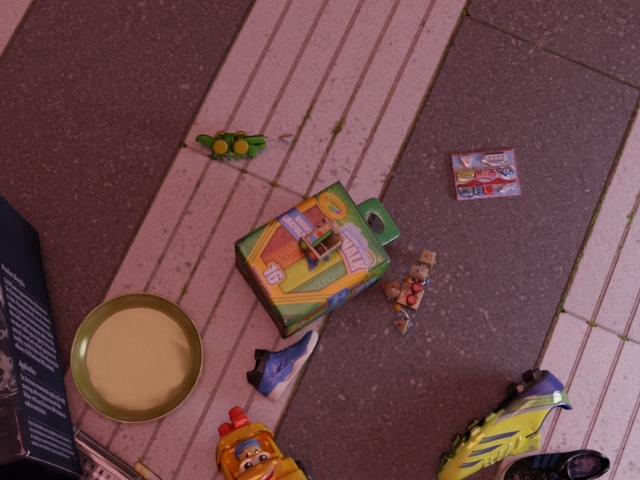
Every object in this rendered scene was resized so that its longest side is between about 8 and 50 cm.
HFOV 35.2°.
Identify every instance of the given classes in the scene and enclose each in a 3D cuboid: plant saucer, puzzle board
[{"bbox_3d":[-0.335,0.216,1.855,0.241,0.037,0.240,1,76,-2],"label":"plant saucer"},{"bbox_3d":[0.326,-0.130,1.990,0.128,0.011,0.096,-5,76,-5],"label":"puzzle board"}]

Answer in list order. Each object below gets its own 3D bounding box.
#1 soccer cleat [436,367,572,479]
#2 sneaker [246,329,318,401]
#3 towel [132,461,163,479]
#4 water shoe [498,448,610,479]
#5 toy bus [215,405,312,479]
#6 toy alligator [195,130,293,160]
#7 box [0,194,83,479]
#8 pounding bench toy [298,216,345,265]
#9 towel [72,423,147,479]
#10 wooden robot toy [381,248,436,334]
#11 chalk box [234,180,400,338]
[{"bbox_3d":[0.336,0.355,1.828,0.289,0.093,0.121,-40,88,-11],"label":"soccer cleat"},{"bbox_3d":[-0.075,0.213,1.858,0.085,0.058,0.152,36,83,-3],"label":"sneaker"},{"bbox_3d":[-0.316,0.443,1.813,0.083,0.009,0.060,36,76,5],"label":"towel"},{"bbox_3d":[0.421,0.415,1.821,0.203,0.080,0.072,-15,77,-7],"label":"water shoe"},{"bbox_3d":[-0.116,0.383,1.738,0.150,0.220,0.211,-23,72,-12],"label":"toy bus"},{"bbox_3d":[-0.147,-0.180,1.960,0.190,0.056,0.051,0,118,-4],"label":"toy alligator"},{"bbox_3d":[-0.698,0.214,1.668,0.480,0.297,0.471,-16,69,-2],"label":"box"},{"bbox_3d":[0.000,0.000,1.720,0.065,0.083,0.052,-38,82,-13],"label":"pounding bench toy"},{"bbox_3d":[-0.465,0.500,1.749,0.312,0.056,0.324,37,78,1],"label":"towel"},{"bbox_3d":[0.155,0.088,1.899,0.079,0.076,0.173,19,75,13],"label":"wooden robot toy"},{"bbox_3d":[0.008,0.023,1.848,0.289,0.179,0.180,-32,80,-10],"label":"chalk box"}]
